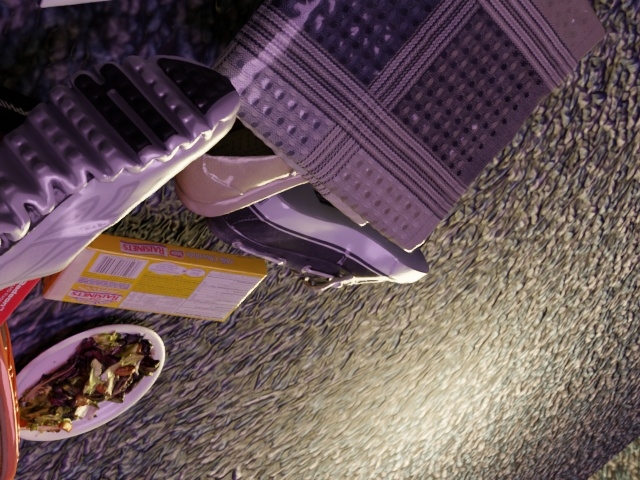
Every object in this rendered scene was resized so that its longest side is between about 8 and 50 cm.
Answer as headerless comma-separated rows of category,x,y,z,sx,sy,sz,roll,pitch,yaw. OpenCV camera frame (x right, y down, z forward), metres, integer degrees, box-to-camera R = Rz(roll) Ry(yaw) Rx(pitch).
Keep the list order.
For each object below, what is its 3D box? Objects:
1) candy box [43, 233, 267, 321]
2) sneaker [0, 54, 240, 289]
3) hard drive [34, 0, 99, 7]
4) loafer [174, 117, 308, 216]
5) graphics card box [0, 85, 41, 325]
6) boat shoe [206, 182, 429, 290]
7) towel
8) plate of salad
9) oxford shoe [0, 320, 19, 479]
candy box,-0.168,0.039,1.204,0.206,0.027,0.105,10,146,-31
sneaker,-0.194,-0.046,0.920,0.292,0.110,0.118,-30,149,-13
hard drive,-0.072,-0.290,0.925,0.308,0.040,0.203,-14,142,-31
loafer,-0.021,-0.111,1.145,0.269,0.102,0.092,-28,153,-10
graphics card box,-0.361,-0.041,0.928,0.233,0.094,0.371,-46,146,15
boat shoe,0.001,0.003,1.306,0.105,0.113,0.306,-42,147,23
towel,0.086,-0.172,1.079,0.312,0.056,0.324,-49,132,4
plate of salad,-0.264,0.171,1.334,0.200,0.048,0.199,-24,145,-18
oxford shoe,-0.386,0.211,1.208,0.133,0.130,0.363,2,125,-21
